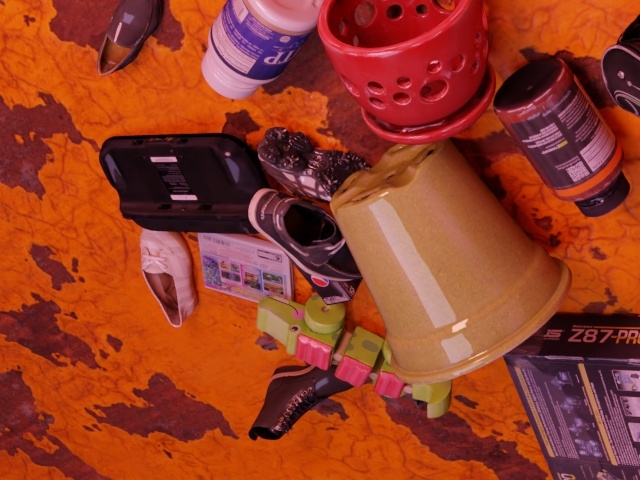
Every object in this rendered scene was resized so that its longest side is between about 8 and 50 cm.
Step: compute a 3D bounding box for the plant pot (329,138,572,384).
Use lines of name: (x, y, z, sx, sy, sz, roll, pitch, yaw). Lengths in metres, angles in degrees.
plant pot: (0.151, 0.007, 1.795, 0.276, 0.276, 0.254, -18, 110, 43)

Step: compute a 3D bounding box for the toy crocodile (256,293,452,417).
toy crocodile: (0.053, 0.179, 2.136, 0.340, 0.105, 0.115, 23, 141, 6)

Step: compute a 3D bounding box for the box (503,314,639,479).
box: (0.475, 0.276, 2.001, 0.318, 0.097, 0.395, -2, 133, 30)

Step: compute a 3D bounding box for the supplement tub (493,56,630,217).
supplement tub: (0.301, -0.120, 1.658, 0.106, 0.106, 0.198, -14, 125, 40)

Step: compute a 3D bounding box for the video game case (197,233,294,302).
video game case: (-0.118, 0.044, 2.160, 0.157, 0.019, 0.143, 15, 140, 15)

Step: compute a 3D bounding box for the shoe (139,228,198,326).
shoe: (-0.249, 0.054, 2.217, 0.076, 0.058, 0.219, 9, 137, 23)

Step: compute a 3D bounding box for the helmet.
helmet: (0.406, -0.196, 1.468, 0.161, 0.169, 0.169, 11, 141, 45)

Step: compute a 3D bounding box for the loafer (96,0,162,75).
loafer: (-0.262, -0.285, 1.847, 0.062, 0.061, 0.170, 31, 141, -1)

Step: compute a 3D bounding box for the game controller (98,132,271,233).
game controller: (-0.200, -0.085, 2.017, 0.319, 0.067, 0.166, 2, 120, 40)

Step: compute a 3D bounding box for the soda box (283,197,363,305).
soda box: (-0.007, 0.018, 2.031, 0.053, 0.060, 0.169, -14, 124, 39)

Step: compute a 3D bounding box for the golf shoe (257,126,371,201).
golf shoe: (0.002, -0.090, 1.910, 0.198, 0.077, 0.094, 31, 158, 0)

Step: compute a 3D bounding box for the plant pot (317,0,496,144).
plant pot: (0.110, -0.218, 1.598, 0.191, 0.191, 0.174, 3, 138, 28)

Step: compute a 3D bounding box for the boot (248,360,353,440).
boot: (-0.022, 0.272, 2.260, 0.198, 0.137, 0.077, -20, 122, 42)

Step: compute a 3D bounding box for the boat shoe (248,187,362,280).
boat shoe: (0.000, 0.000, 1.944, 0.079, 0.084, 0.233, 5, 159, 46)

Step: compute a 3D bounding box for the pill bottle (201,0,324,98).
pill bottle: (-0.079, -0.264, 1.721, 0.112, 0.112, 0.187, 34, 142, -7)
